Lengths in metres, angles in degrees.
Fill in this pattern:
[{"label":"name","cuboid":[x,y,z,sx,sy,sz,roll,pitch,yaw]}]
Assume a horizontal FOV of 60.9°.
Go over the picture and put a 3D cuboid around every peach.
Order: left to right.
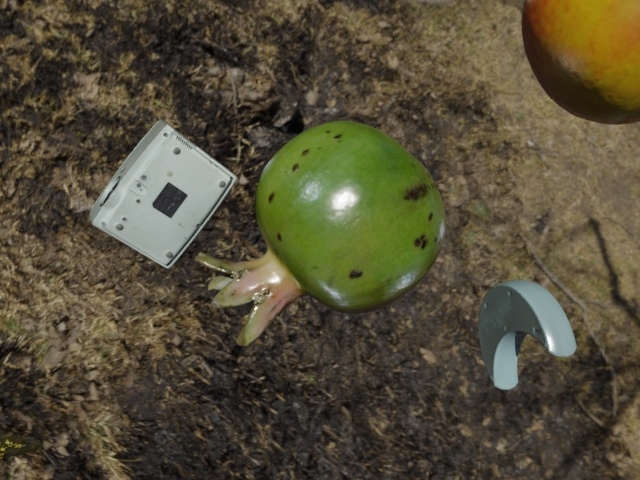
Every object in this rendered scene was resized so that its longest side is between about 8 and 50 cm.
[{"label":"peach","cuboid":[0.279,-0.198,0.499,0.197,0.197,0.197,11,69,-31]}]

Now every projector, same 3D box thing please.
[{"label":"projector","cuboid":[-0.192,-0.055,0.669,0.115,0.061,0.147,37,90,-30]}]

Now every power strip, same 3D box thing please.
[{"label":"power strip","cuboid":[0.278,0.132,0.784,0.044,0.216,0.137,-7,65,-12]}]

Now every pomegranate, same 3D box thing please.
[{"label":"pomegranate","cuboid":[0.000,0.000,0.496,0.224,0.181,0.181,-38,100,-2]}]

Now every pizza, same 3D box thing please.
[{"label":"pizza","cuboid":[-0.318,0.191,0.521,0.108,0.122,0.026,28,63,-49]}]
